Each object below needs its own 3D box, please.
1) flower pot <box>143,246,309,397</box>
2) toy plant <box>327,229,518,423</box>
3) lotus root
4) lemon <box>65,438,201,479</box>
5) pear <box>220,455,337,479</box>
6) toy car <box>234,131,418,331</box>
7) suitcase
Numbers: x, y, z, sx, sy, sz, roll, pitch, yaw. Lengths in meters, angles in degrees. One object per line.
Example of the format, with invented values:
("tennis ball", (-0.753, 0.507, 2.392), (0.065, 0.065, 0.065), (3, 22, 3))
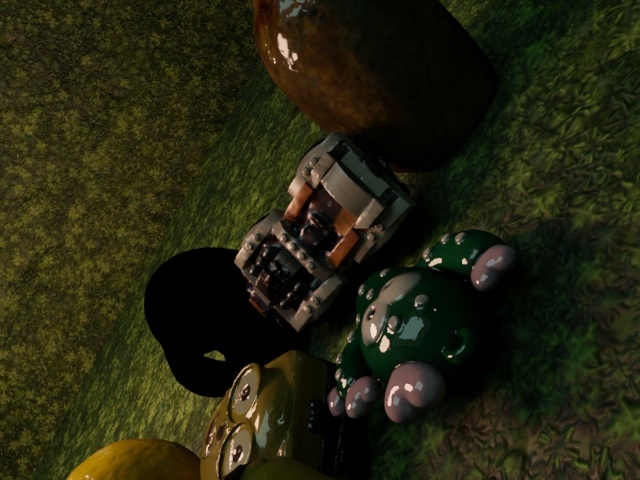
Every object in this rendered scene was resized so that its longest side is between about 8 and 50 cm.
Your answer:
("flower pot", (-0.168, 0.156, 1.002), (0.269, 0.269, 0.166), (-91, 19, -49))
("toy plant", (0.103, 0.092, 0.653), (0.243, 0.113, 0.232), (-26, 31, 59))
("lotus root", (0.066, -0.270, 0.867), (0.250, 0.346, 0.250), (-44, 22, 23))
("lemon", (-0.259, 0.410, 0.848), (0.320, 0.245, 0.245), (127, 162, -61))
("pear", (0.025, 0.316, 0.503), (0.178, 0.267, 0.266), (-11, 45, 18))
("toy car", (-0.002, 0.001, 0.864), (0.301, 0.193, 0.118), (-49, -14, 22))
("suitcase", (-0.061, 0.260, 0.751), (0.235, 0.143, 0.193), (-40, 31, 38))
